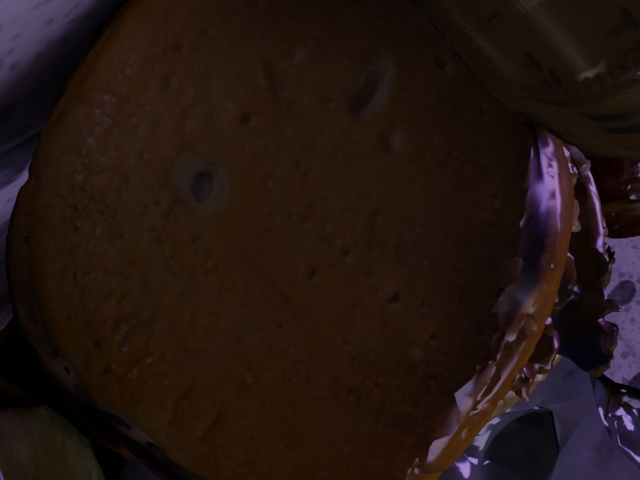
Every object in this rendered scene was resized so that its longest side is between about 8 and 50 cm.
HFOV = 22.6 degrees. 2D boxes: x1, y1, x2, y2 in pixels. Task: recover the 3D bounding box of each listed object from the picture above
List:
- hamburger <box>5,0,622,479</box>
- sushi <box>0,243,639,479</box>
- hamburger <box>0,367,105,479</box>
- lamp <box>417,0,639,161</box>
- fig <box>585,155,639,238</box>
[{"bbox_3d":[-0.009,0.001,0.515,0.191,0.182,0.118,-38,164,11],"label":"hamburger"},{"bbox_3d":[0.026,0.095,0.740,0.207,0.348,0.234,0,-119,61],"label":"sushi"},{"bbox_3d":[-0.196,0.113,0.458,0.265,0.134,0.285,-34,173,16],"label":"hamburger"},{"bbox_3d":[0.106,-0.118,0.399,0.185,0.161,0.161,-39,172,21],"label":"lamp"},{"bbox_3d":[0.151,-0.127,0.716,0.257,0.159,0.159,-56,179,-21],"label":"fig"}]
